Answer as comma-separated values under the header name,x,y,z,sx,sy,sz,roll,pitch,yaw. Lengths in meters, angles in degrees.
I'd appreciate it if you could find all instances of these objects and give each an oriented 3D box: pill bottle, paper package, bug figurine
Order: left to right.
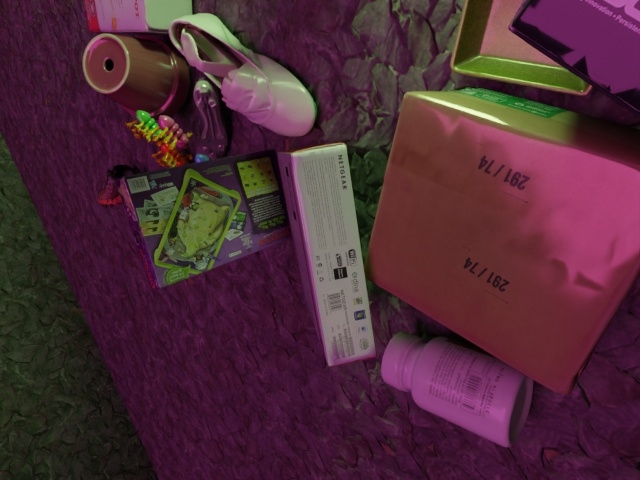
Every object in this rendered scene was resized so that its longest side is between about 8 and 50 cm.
name,x,y,z,sx,sy,sz,roll,pitch,yaw
bug figurine,-0.354,-0.227,1.071,0.278,0.072,0.216,24,161,41
pill bottle,0.227,0.239,0.744,0.229,0.131,0.131,13,115,40
paper package,0.254,-0.022,0.590,0.324,0.168,0.310,30,124,32

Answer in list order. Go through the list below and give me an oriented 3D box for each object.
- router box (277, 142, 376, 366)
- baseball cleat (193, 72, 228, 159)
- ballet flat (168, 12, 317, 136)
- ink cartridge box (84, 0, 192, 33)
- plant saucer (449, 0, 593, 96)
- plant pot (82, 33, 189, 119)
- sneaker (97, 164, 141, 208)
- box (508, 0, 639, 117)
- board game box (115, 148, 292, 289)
name,x,y,z,sx,sy,sz,roll,pitch,yaw
router box,0.000,0.000,0.778,0.301,0.082,0.336,-127,27,-75
baseball cleat,-0.258,-0.299,1.040,0.206,0.072,0.110,100,168,-49
ballet flat,-0.179,-0.340,0.896,0.400,0.139,0.139,46,132,20
ink cartridge box,-0.448,-0.617,1.038,0.306,0.131,0.226,21,119,35
plant saucer,0.277,-0.296,0.544,0.188,0.045,0.188,27,123,33
plant pot,-0.451,-0.403,1.043,0.201,0.180,0.202,2,97,17
sneaker,-0.663,-0.180,1.438,0.275,0.097,0.135,-3,105,42
box,0.360,-0.091,0.323,0.395,0.318,0.097,42,128,14
board game box,-0.207,-0.057,0.880,0.056,0.346,0.208,-13,96,46
